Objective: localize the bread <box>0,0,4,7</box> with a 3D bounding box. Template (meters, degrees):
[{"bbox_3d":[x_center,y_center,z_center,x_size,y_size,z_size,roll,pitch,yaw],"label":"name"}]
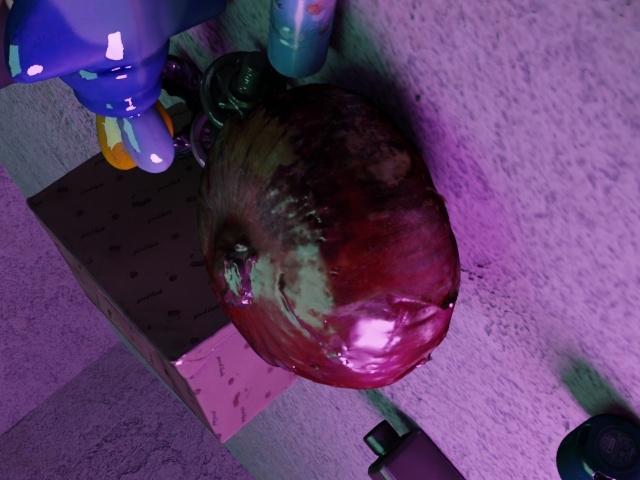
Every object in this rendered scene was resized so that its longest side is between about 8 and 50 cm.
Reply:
[{"bbox_3d":[-0.404,-0.338,0.915,0.114,0.295,0.328,5,152,-3],"label":"bread"}]

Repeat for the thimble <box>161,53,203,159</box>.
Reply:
[{"bbox_3d":[-0.157,-0.139,0.972,0.095,0.104,0.066,14,160,-19],"label":"thimble"}]

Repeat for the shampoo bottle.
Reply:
[{"bbox_3d":[0.150,0.336,1.170,0.246,0.080,0.079,48,160,6],"label":"shampoo bottle"}]

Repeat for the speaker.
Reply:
[{"bbox_3d":[0.236,0.185,0.720,0.094,0.060,0.075,45,162,16],"label":"speaker"}]

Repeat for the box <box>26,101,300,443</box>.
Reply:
[{"bbox_3d":[-0.134,0.028,1.020,0.297,0.225,0.190,40,158,32],"label":"box"}]

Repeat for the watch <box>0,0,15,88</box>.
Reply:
[{"bbox_3d":[-0.557,-0.352,1.274,0.327,0.314,0.335,2,119,50],"label":"watch"}]

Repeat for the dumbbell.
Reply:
[{"bbox_3d":[-0.079,-0.114,0.851,0.081,0.081,0.254,50,162,3],"label":"dumbbell"}]

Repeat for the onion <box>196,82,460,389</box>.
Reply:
[{"bbox_3d":[0.000,0.000,0.720,0.246,0.190,0.246,39,141,42],"label":"onion"}]

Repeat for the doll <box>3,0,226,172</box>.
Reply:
[{"bbox_3d":[-0.217,-0.255,0.798,0.366,0.187,0.376,57,180,12],"label":"doll"}]

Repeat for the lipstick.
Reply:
[{"bbox_3d":[-0.011,-0.175,0.633,0.048,0.048,0.158,46,160,13],"label":"lipstick"}]
